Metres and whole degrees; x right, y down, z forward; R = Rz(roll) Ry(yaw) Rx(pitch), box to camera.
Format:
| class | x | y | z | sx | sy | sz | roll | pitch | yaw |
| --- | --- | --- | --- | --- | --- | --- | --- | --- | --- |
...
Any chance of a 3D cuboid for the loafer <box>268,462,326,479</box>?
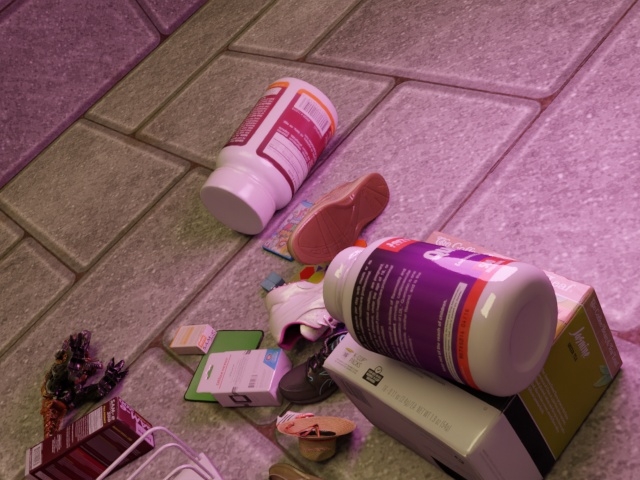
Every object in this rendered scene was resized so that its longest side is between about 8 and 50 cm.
| class | x | y | z | sx | sy | sz | roll | pitch | yaw |
| --- | --- | --- | --- | --- | --- | --- | --- | --- | --- |
| loafer | -0.040 | 0.438 | 1.313 | 0.148 | 0.056 | 0.050 | 3 | 45 | 39 |

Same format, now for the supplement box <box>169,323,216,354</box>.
| class | x | y | z | sx | sy | sz | roll | pitch | yaw |
| --- | --- | --- | --- | --- | --- | --- | --- | --- | --- |
| supplement box | -0.299 | 0.233 | 1.734 | 0.099 | 0.036 | 0.062 | -8 | 45 | 38 |

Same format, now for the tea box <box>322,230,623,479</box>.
| class | x | y | z | sx | sy | sz | roll | pitch | yaw |
| --- | --- | --- | --- | --- | --- | --- | --- | --- | --- |
| tea box | 0.248 | 0.202 | 1.214 | 0.323 | 0.220 | 0.329 | -48 | 40 | -17 |

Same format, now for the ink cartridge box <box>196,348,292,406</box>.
| class | x | y | z | sx | sy | sz | roll | pitch | yaw |
| --- | --- | --- | --- | --- | --- | --- | --- | --- | --- |
| ink cartridge box | -0.159 | 0.289 | 1.549 | 0.180 | 0.060 | 0.104 | -7 | 46 | 27 |

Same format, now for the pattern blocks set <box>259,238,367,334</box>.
| class | x | y | z | sx | sy | sz | roll | pitch | yaw |
| --- | --- | --- | --- | --- | --- | --- | --- | --- | --- |
| pattern blocks set | 0.007 | 0.107 | 1.651 | 0.285 | 0.026 | 0.325 | -39 | 38 | -5 |

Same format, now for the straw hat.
| class | x | y | z | sx | sy | sz | roll | pitch | yaw |
| --- | --- | --- | --- | --- | --- | --- | --- | --- | --- |
| straw hat | -0.006 | 0.369 | 1.352 | 0.145 | 0.145 | 0.061 | 0 | 91 | 37 |

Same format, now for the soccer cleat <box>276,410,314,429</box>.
| class | x | y | z | sx | sy | sz | roll | pitch | yaw |
| --- | --- | --- | --- | --- | --- | --- | --- | --- | --- |
| soccer cleat | -0.051 | 0.347 | 1.441 | 0.083 | 0.029 | 0.035 | -25 | 43 | 20 |

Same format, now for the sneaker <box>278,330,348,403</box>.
| class | x | y | z | sx | sy | sz | roll | pitch | yaw |
| --- | --- | --- | --- | --- | --- | --- | --- | --- | --- |
| sneaker | 0.025 | 0.231 | 1.446 | 0.268 | 0.106 | 0.101 | -26 | 40 | 14 |

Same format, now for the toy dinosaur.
| class | x | y | z | sx | sy | sz | roll | pitch | yaw |
| --- | --- | --- | --- | --- | --- | --- | --- | --- | --- |
| toy dinosaur | -0.600 | 0.348 | 1.794 | 0.218 | 0.164 | 0.321 | -32 | 54 | 28 |

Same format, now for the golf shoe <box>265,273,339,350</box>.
| class | x | y | z | sx | sy | sz | roll | pitch | yaw |
| --- | --- | --- | --- | --- | --- | --- | --- | --- | --- |
| golf shoe | 0.025 | 0.135 | 1.512 | 0.306 | 0.115 | 0.140 | -23 | 49 | 26 |

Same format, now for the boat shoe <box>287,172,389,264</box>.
| class | x | y | z | sx | sy | sz | roll | pitch | yaw |
| --- | --- | --- | --- | --- | --- | --- | --- | --- | --- |
| boat shoe | 0.028 | -0.044 | 1.693 | 0.110 | 0.121 | 0.341 | -7 | 22 | 45 |

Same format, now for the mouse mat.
| class | x | y | z | sx | sy | sz | roll | pitch | yaw |
| --- | --- | --- | --- | --- | --- | --- | --- | --- | --- |
| mouse mat | -0.216 | 0.279 | 1.654 | 0.153 | 0.007 | 0.189 | -5 | 48 | 34 |

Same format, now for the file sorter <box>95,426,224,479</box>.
| class | x | y | z | sx | sy | sz | roll | pitch | yaw |
| --- | --- | --- | --- | --- | --- | --- | --- | --- | --- |
| file sorter | -0.265 | 0.497 | 1.326 | 0.193 | 0.173 | 0.278 | -43 | 38 | -11 |

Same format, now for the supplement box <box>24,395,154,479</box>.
| class | x | y | z | sx | sy | sz | roll | pitch | yaw |
| --- | --- | --- | --- | --- | --- | --- | --- | --- | --- |
| supplement box | -0.494 | 0.448 | 1.583 | 0.240 | 0.130 | 0.073 | -31 | 38 | 5 |

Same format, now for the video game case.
| class | x | y | z | sx | sy | sz | roll | pitch | yaw |
| --- | --- | --- | --- | --- | --- | --- | --- | --- | --- |
| video game case | -0.058 | -0.026 | 1.850 | 0.166 | 0.015 | 0.119 | -49 | 39 | -17 |

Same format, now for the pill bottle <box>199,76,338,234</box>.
| class | x | y | z | sx | sy | sz | roll | pitch | yaw |
| --- | --- | --- | --- | --- | --- | --- | --- | --- | --- |
| pill bottle | -0.134 | -0.221 | 1.942 | 0.224 | 0.224 | 0.392 | 6 | 53 | 40 |

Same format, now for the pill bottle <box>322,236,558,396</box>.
| class | x | y | z | sx | sy | sz | roll | pitch | yaw |
| --- | --- | --- | --- | --- | --- | --- | --- | --- | --- |
| pill bottle | 0.159 | 0.095 | 1.065 | 0.323 | 0.181 | 0.181 | 13 | 59 | 44 |
